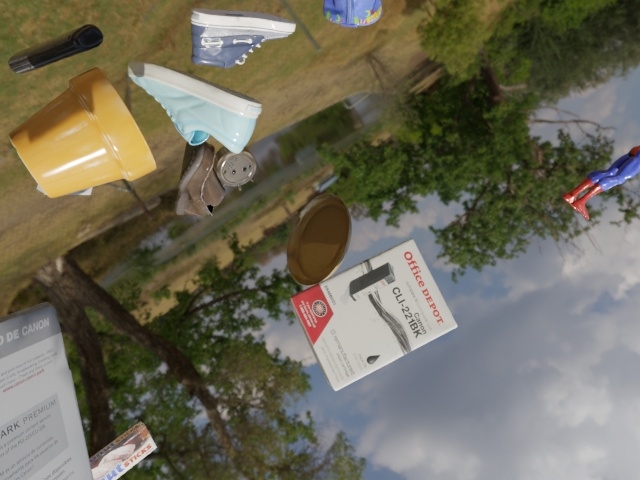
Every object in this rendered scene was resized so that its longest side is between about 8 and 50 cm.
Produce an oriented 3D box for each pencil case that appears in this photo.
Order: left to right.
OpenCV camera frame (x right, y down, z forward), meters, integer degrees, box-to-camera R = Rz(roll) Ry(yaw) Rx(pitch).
[{"bbox_3d":[0.048,-0.520,0.924,0.306,0.119,0.133,77,26,-60],"label":"pencil case"}]

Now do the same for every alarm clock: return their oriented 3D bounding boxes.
[{"bbox_3d":[-0.267,-0.248,1.640,0.129,0.192,0.064,-16,-142,-16],"label":"alarm clock"}]

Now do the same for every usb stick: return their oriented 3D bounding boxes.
[{"bbox_3d":[-0.553,-0.394,1.099,0.277,0.045,0.077,1,-145,36],"label":"usb stick"}]

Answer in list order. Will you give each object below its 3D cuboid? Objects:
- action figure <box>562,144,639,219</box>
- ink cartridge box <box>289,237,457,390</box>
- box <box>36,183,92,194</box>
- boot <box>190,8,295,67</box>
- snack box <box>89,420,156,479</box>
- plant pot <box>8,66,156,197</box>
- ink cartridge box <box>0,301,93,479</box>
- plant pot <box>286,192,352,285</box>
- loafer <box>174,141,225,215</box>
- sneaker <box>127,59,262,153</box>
[{"bbox_3d":[0.634,-0.134,1.029,0.280,0.139,0.091,-46,-168,19],"label":"action figure"},{"bbox_3d":[0.100,0.143,1.053,0.272,0.197,0.114,-25,174,-9],"label":"ink cartridge box"},{"bbox_3d":[-0.629,-0.208,1.350,0.145,0.038,0.186,-9,122,-67],"label":"box"},{"bbox_3d":[-0.135,-0.348,0.921,0.189,0.069,0.086,-8,126,-29],"label":"boot"},{"bbox_3d":[-0.409,0.433,1.025,0.178,0.064,0.022,-34,-155,-35],"label":"snack box"},{"bbox_3d":[-0.432,-0.175,0.953,0.188,0.205,0.205,-33,-176,-17],"label":"plant pot"},{"bbox_3d":[-0.314,0.213,0.382,0.130,0.272,0.309,-8,-175,10],"label":"ink cartridge box"},{"bbox_3d":[0.000,0.000,1.310,0.032,0.237,0.236,19,150,-37],"label":"plant pot"},{"bbox_3d":[-0.325,-0.170,1.478,0.366,0.130,0.134,138,-40,-66],"label":"loafer"},{"bbox_3d":[-0.311,-0.303,1.207,0.135,0.365,0.150,-8,121,-62],"label":"sneaker"}]
